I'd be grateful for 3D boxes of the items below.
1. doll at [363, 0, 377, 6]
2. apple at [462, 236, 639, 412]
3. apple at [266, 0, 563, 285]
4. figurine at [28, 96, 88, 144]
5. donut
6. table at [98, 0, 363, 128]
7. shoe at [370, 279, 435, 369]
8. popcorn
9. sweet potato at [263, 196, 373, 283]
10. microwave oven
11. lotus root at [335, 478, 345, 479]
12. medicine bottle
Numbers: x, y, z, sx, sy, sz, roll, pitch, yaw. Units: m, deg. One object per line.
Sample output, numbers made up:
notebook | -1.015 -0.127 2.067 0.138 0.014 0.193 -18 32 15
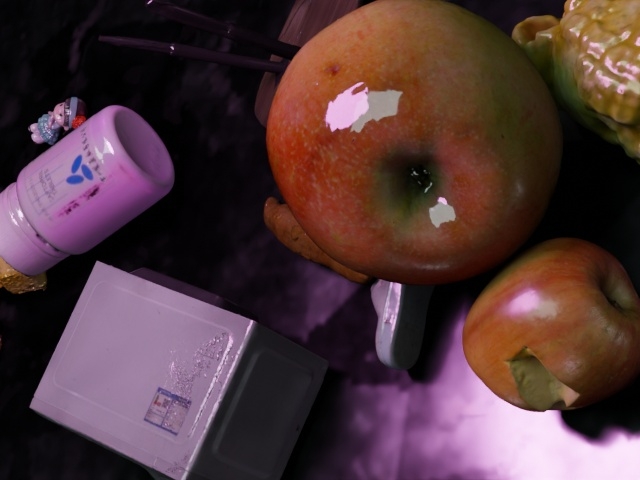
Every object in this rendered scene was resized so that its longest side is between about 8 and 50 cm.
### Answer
doll | 0.069 -0.278 1.972 0.110 0.107 0.180 13 88 18
apple | 0.244 0.094 1.625 0.199 0.199 0.199 -17 60 32
apple | 0.101 -0.102 1.652 0.319 0.319 0.277 -50 7 8
figurine | -0.394 -0.176 2.323 0.106 0.047 0.060 -25 48 30
donut | -0.492 0.077 2.265 0.146 0.078 0.181 35 92 39
table | -0.109 -0.294 1.920 0.317 0.249 0.317 -53 26 40
shoe | 0.088 0.057 1.820 0.078 0.079 0.195 -2 72 37
popcorn | 0.361 -0.208 1.678 0.225 0.173 0.286 -42 38 -5
sweet potato | 0.000 0.000 1.921 0.274 0.067 0.067 32 91 51
microwave oven | -0.169 0.180 1.893 0.295 0.181 0.237 17 79 41
lotus root | 0.024 0.391 1.686 0.241 0.123 0.124 -63 19 0
medicine bottle | -0.341 -0.066 2.160 0.255 0.152 0.152 -32 53 21
